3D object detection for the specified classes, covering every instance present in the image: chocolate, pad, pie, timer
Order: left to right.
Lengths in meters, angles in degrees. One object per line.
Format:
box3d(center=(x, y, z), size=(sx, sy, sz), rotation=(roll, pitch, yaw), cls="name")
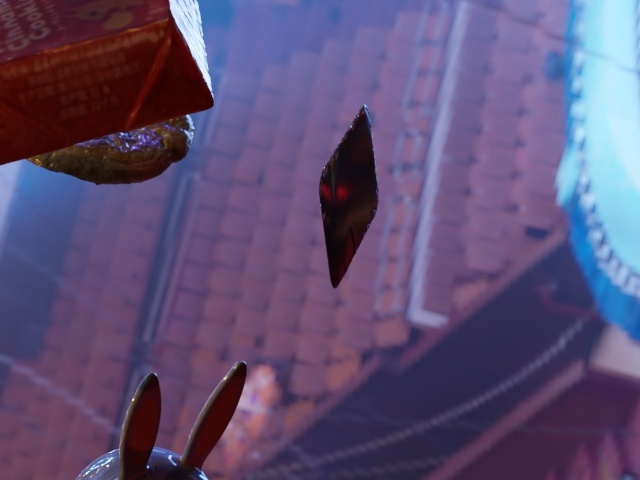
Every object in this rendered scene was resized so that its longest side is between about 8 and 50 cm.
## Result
box3d(center=(-0.235, -0.195, 1.773), size=(0.237, 0.235, 0.108), rotation=(-103, -2, -51), cls="chocolate")
box3d(center=(-0.276, -0.139, 2.268), size=(0.240, 0.240, 0.054), rotation=(-84, 5, -62), cls="pie")
box3d(center=(-0.149, 0.251, 1.765), size=(0.255, 0.175, 0.175), rotation=(-47, 22, 37), cls="timer")
box3d(center=(0.023, 0.008, 2.436), size=(0.250, 0.055, 0.323), rotation=(-60, -14, -58), cls="pad")
